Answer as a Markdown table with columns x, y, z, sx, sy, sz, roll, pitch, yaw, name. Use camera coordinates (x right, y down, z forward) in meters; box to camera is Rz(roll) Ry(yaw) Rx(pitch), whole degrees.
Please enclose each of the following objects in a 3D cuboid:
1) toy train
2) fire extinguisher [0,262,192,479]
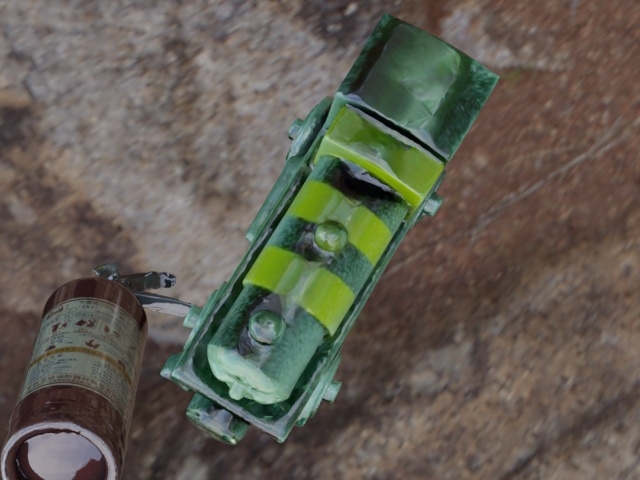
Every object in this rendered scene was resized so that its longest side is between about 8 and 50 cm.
| x | y | z | sx | sy | sz | roll | pitch | yaw | name |
| --- | --- | --- | --- | --- | --- | --- | --- | --- | --- |
| 0.001 | 0.000 | 0.868 | 0.083 | 0.132 | 0.200 | 28 | 76 | 2 | toy train |
| -0.132 | 0.079 | 1.162 | 0.099 | 0.231 | 0.071 | 8 | 118 | -1 | fire extinguisher |
